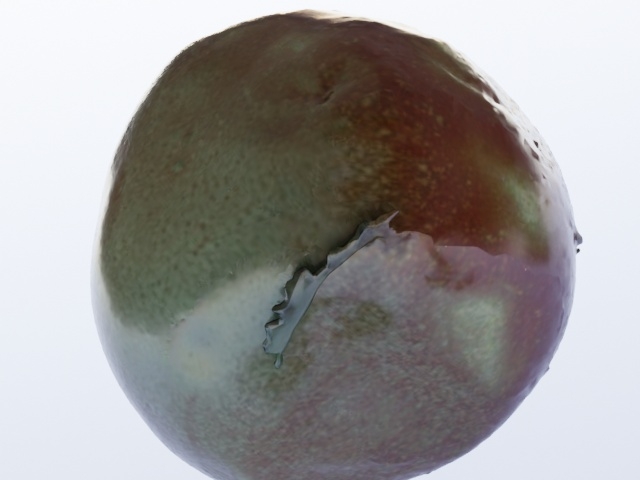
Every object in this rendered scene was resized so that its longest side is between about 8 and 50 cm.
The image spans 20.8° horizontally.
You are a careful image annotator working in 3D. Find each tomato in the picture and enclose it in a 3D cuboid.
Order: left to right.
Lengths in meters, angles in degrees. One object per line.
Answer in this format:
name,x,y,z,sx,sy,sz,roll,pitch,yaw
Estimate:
tomato,0.000,0.000,1.063,0.303,0.303,0.239,9,168,36
